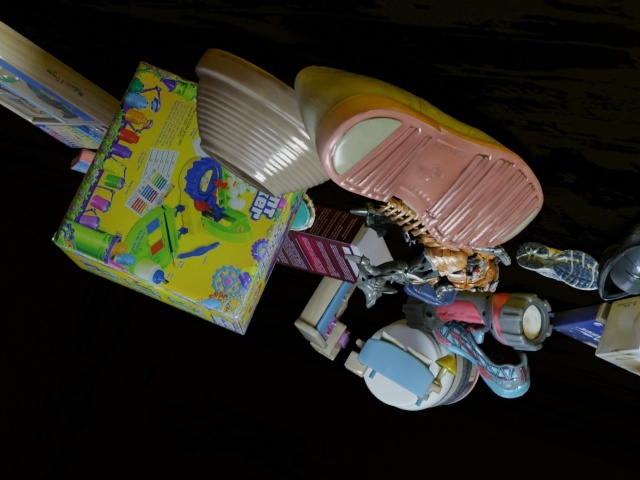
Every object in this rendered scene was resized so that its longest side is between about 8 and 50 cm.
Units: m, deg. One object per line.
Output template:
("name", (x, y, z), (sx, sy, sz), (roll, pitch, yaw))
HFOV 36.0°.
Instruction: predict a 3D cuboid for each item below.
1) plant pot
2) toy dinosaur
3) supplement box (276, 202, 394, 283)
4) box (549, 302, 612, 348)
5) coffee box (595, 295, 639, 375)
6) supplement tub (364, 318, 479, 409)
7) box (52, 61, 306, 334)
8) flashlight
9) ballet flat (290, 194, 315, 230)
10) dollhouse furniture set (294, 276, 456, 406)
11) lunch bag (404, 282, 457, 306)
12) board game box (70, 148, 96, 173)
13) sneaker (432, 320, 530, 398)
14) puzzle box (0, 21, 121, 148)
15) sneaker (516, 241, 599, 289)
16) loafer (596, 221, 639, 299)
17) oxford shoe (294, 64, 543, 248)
("plant pot", (-0.074, -0.130, 1.248), (0.237, 0.110, 0.237), (32, 175, 3))
("toy dinosaur", (0.165, -0.001, 1.493), (0.218, 0.164, 0.322), (-2, 137, 29))
("supplement box", (0.000, 0.000, 1.765), (0.239, 0.073, 0.130), (14, 148, 32))
("box", (0.495, 0.159, 1.714), (0.136, 0.037, 0.225), (25, 168, -7))
("coffee box", (0.574, 0.178, 1.514), (0.246, 0.098, 0.141), (24, 167, -7))
("supplement tub", (0.219, 0.263, 2.112), (0.191, 0.191, 0.272), (16, -178, 27))
("box", (-0.185, -0.056, 1.436), (0.279, 0.290, 0.177), (23, 167, 4))
("flashlight", (0.280, 0.141, 1.826), (0.103, 0.103, 0.304), (-17, -169, -39))
("ballet flat", (-0.099, -0.083, 1.694), (0.240, 0.091, 0.077), (21, -162, 24))
("dollhouse furniture set", (0.144, 0.176, 1.897), (0.303, 0.198, 0.286), (30, 170, 16))
("lunch bag", (0.207, 0.080, 1.804), (0.098, 0.067, 0.065), (26, 169, -9))
("board game box", (-0.340, -0.117, 1.926), (0.281, 0.027, 0.145), (17, 173, -20))
("sneaker", (0.315, 0.182, 1.923), (0.262, 0.104, 0.125), (41, 156, 28))
("puzzle box", (-0.503, -0.270, 1.645), (0.272, 0.052, 0.409), (9, 161, 48))
("sneaker", (0.360, 0.038, 1.450), (0.135, 0.052, 0.058), (24, 179, 31))
("loafer", (0.408, 0.031, 1.252), (0.076, 0.078, 0.223), (22, 167, 2))
("oxford shoe", (0.128, -0.105, 1.165), (0.397, 0.140, 0.147), (26, -156, -46))
